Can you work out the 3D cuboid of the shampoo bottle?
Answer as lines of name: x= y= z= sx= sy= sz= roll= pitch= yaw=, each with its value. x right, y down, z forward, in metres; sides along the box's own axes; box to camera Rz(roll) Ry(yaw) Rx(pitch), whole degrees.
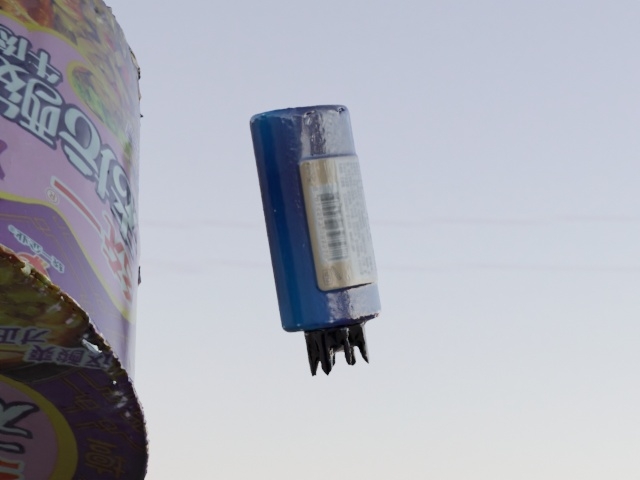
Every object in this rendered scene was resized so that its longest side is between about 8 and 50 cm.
shampoo bottle: x=0.000 y=0.000 z=1.233 sx=0.050 sy=0.183 sz=0.087 roll=-10 pitch=-1 yaw=42

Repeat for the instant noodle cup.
instant noodle cup: x=-0.236 y=-0.011 z=0.993 sx=0.339 sy=0.266 sz=0.340 roll=4 pitch=-42 yaw=4
